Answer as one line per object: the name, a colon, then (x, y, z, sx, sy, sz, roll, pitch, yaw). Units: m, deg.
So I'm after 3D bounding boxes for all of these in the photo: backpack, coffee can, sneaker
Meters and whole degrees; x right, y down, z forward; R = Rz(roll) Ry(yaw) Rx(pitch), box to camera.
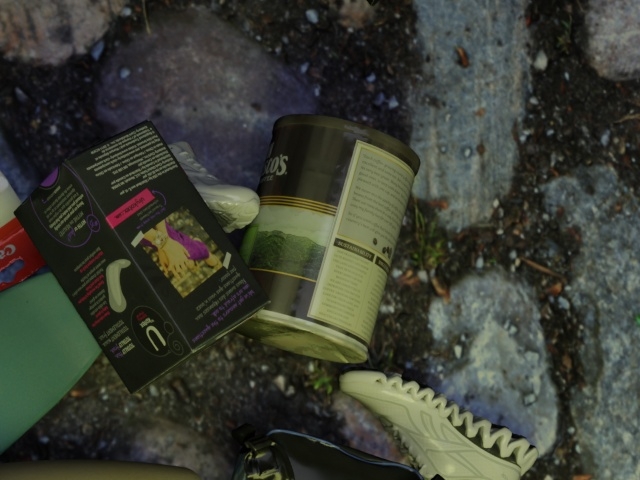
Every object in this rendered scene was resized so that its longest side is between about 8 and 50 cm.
backpack: (-0.015, 0.383, 1.688, 0.276, 0.213, 0.263, 18, 67, -7)
coffee can: (0.000, 0.000, 1.812, 0.201, 0.201, 0.275, 18, 76, -11)
sneaker: (0.147, 0.262, 1.860, 0.292, 0.110, 0.118, 29, 83, -8)
sneaker: (-0.175, -0.078, 1.794, 0.232, 0.090, 0.115, 8, 64, 26)

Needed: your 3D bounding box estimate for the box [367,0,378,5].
box: (0.064, -0.482, 1.933, 0.142, 0.163, 0.247, -41, 92, -16)

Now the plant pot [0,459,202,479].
plant pot: (-0.263, 0.355, 1.597, 0.274, 0.256, 0.256, -10, 83, -33)

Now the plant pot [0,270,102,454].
plant pot: (-0.381, 0.148, 1.711, 0.234, 0.166, 0.165, -40, 92, -25)

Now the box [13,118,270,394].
box: (-0.216, 0.020, 1.677, 0.143, 0.165, 0.270, -31, 87, -42)

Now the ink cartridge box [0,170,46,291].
ink cartridge box: (-0.444, -0.015, 1.774, 0.145, 0.045, 0.179, -38, 83, -17)
